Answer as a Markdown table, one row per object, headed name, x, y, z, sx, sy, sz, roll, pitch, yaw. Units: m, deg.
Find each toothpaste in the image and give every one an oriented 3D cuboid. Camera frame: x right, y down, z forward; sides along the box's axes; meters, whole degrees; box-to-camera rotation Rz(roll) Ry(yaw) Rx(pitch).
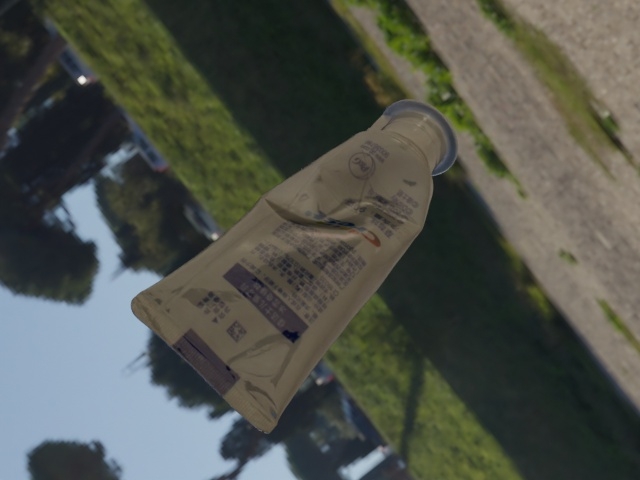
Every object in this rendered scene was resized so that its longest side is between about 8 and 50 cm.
| name | x | y | z | sx | sy | sz | roll | pitch | yaw |
| --- | --- | --- | --- | --- | --- | --- | --- | --- | --- |
| toothpaste | 0.000 | 0.000 | 0.701 | 0.096 | 0.061 | 0.266 | 42 | -136 | 2 |
